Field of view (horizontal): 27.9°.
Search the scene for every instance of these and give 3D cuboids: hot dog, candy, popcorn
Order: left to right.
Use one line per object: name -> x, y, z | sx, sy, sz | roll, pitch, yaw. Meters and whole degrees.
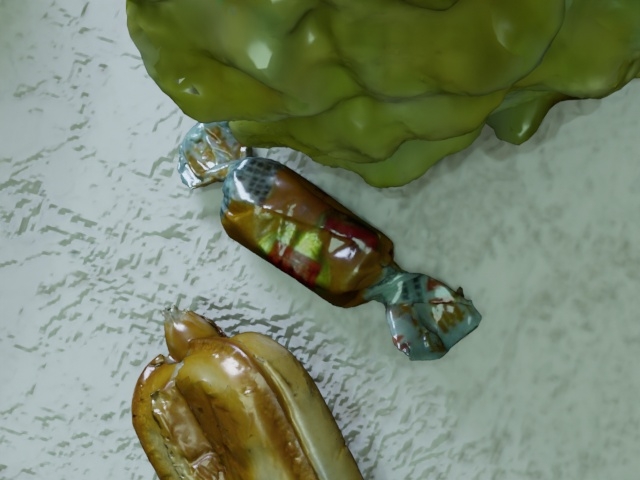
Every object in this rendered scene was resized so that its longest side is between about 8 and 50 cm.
hot dog -> -0.015, 0.141, 0.643 | 0.102, 0.076, 0.249 | -22, 96, 32
candy -> 0.000, 0.000, 0.658 | 0.182, 0.046, 0.053 | 36, 91, 6
popcorn -> 0.054, -0.173, 0.528 | 0.312, 0.312, 0.312 | 0, 91, 5
